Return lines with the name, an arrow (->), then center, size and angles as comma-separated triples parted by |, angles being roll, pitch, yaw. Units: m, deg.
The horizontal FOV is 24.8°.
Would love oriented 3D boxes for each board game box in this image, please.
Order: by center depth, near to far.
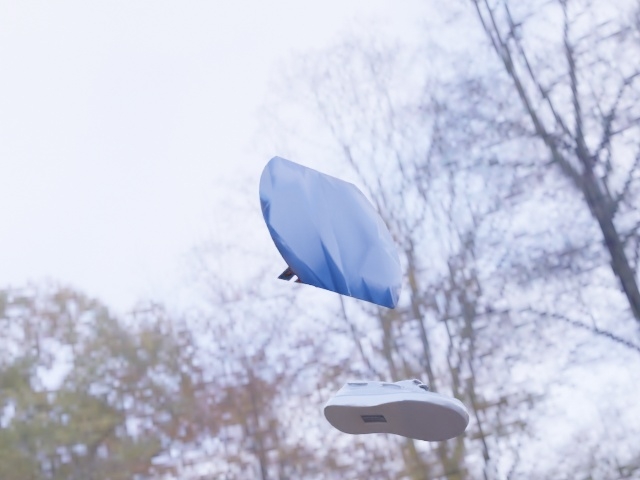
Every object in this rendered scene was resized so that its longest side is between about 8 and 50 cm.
board game box -> 0.000, 0.000, 1.272 | 0.169, 0.133, 0.033 | 18, -43, -43

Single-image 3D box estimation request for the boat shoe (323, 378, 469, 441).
boat shoe -> 0.091, 0.184, 1.628 | 0.184, 0.063, 0.066 | -10, -57, 41
